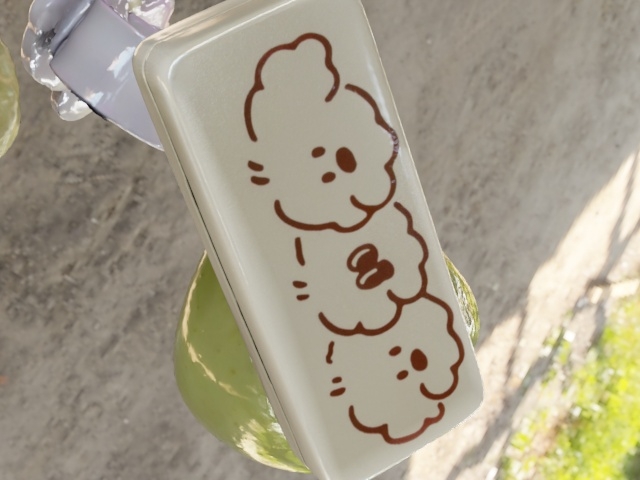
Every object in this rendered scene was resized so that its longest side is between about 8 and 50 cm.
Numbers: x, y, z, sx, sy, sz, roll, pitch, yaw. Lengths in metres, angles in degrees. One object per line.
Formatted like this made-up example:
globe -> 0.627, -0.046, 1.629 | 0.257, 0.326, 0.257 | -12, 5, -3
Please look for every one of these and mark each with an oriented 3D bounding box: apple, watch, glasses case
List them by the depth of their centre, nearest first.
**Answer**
glasses case -> 0.000, 0.000, 0.760 | 0.144, 0.076, 0.336 | -28, 115, -15
apple -> -0.001, 0.083, 1.027 | 0.279, 0.279, 0.279 | -41, 147, -35
watch -> -0.227, -0.196, 1.355 | 0.211, 0.217, 0.248 | -51, 163, 7

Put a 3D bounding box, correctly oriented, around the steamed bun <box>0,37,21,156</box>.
steamed bun -> -0.456, -0.120, 1.051 | 0.230, 0.324, 0.372 | 60, 30, -31
